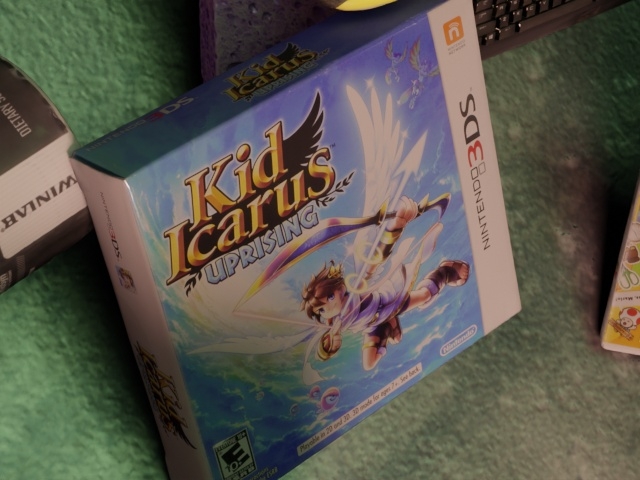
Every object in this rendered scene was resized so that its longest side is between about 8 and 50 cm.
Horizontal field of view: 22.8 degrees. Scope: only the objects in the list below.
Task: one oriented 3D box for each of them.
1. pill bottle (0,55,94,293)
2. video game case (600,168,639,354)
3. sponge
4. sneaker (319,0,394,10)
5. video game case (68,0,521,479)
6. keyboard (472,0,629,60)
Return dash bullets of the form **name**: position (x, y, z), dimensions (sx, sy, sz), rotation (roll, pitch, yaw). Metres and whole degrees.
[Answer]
- **pill bottle**: position (-0.256, 0.005, 0.886), dimensions (0.246, 0.130, 0.130), rotation (-37, 97, -27)
- **video game case**: position (0.330, 0.003, 1.114), dimensions (0.227, 0.026, 0.206), rotation (10, 115, 2)
- **sponge**: position (-0.020, -0.133, 1.026), dimensions (0.117, 0.031, 0.210), rotation (-11, 115, -24)
- **sneaker**: position (0.071, -0.201, 0.992), dimensions (0.081, 0.094, 0.208), rotation (43, 68, 13)
- **video game case**: position (0.000, 0.000, 0.984), dimensions (0.269, 0.061, 0.244), rotation (-32, 125, -29)
- **keyboard**: position (0.213, -0.238, 1.139), dimensions (0.317, 0.201, 0.033), rotation (-25, 52, -28)
